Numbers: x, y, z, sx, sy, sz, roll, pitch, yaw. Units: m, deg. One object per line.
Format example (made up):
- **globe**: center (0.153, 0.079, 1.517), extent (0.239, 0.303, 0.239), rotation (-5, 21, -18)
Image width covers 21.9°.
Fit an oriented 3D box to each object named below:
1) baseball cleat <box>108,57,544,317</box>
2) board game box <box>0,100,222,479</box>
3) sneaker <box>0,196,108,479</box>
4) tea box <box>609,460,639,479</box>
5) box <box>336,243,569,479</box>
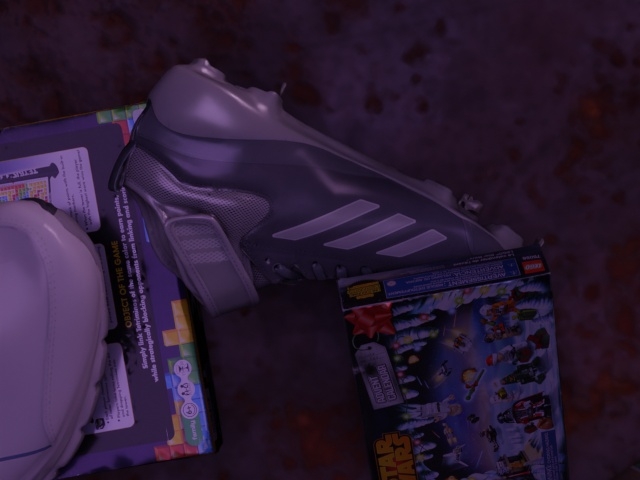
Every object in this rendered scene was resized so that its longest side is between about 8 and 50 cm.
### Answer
- **baseball cleat**: center (0.000, 0.000, 0.769), extent (0.206, 0.072, 0.109), rotation (28, 89, -13)
- **board game box**: center (-0.130, 0.030, 0.793), extent (0.141, 0.048, 0.170), rotation (-9, 88, 2)
- **sneaker**: center (-0.201, 0.105, 0.706), extent (0.111, 0.129, 0.297), rotation (40, 97, 12)
- **tea box**: center (0.337, 0.179, 0.696), extent (0.323, 0.220, 0.329), rotation (-33, 88, 0)
- **box**: center (0.064, 0.071, 0.763), extent (0.094, 0.027, 0.137), rotation (-10, 122, 1)
